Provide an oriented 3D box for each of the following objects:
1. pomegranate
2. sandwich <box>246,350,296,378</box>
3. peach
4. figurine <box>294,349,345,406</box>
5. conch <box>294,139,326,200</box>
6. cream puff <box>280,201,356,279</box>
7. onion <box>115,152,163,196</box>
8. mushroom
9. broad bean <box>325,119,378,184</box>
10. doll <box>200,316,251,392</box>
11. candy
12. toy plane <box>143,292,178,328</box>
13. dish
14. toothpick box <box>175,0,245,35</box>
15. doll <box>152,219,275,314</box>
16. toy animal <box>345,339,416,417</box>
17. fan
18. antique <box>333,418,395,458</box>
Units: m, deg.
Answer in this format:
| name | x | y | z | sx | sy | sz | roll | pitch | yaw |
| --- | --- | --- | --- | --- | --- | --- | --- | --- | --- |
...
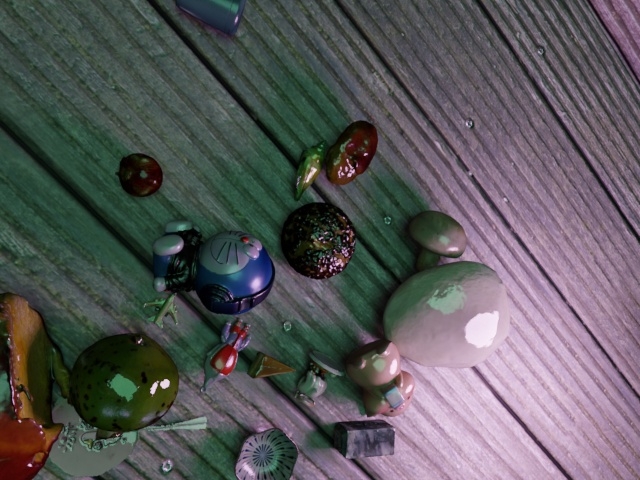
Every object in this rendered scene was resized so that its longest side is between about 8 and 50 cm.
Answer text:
| name | x | y | z | sx | sy | sz | roll | pitch | yaw |
| --- | --- | --- | --- | --- | --- | --- | --- | --- | --- |
| pomegranate | -0.487 | 0.367 | 1.091 | 0.254 | 0.254 | 0.270 | 13 | 86 | -20 |
| sandwich | -0.145 | 0.390 | 1.301 | 0.116 | 0.074 | 0.074 | 31 | 76 | -18 |
| peach | -0.723 | 0.323 | 0.946 | 0.353 | 0.339 | 0.416 | 25 | 75 | -19 |
| figurine | -0.012 | 0.431 | 1.335 | 0.132 | 0.132 | 0.153 | 30 | 91 | -17 |
| conch | -0.039 | -0.223 | 1.354 | 0.080 | 0.095 | 0.200 | 20 | 80 | 12 |
| cream puff | 0.000 | 0.000 | 1.323 | 0.239 | 0.165 | 0.239 | 2 | 85 | -19 |
| onion | -0.479 | -0.174 | 1.175 | 0.119 | 0.118 | 0.117 | -2 | 105 | -21 |
| mushroom | 0.382 | -0.006 | 1.476 | 0.206 | 0.209 | 0.206 | 15 | 53 | -22 |
| broad bean | 0.098 | -0.274 | 1.377 | 0.122 | 0.156 | 0.228 | 26 | 66 | 17 |
| doll | -0.275 | 0.329 | 1.252 | 0.102 | 0.075 | 0.227 | 39 | 66 | -25 |
| candy | 0.407 | 0.256 | 1.414 | 0.427 | 0.186 | 0.386 | -3 | 108 | -7 |
| toy plane | -0.433 | 0.188 | 1.217 | 0.102 | 0.040 | 0.111 | 34 | 76 | -18 |
| dish | -0.164 | 0.637 | 1.289 | 0.191 | 0.066 | 0.190 | 2 | 85 | -21 |
| toothpick box | -0.316 | -0.681 | 1.257 | 0.184 | 0.120 | 0.120 | 18 | 82 | -16 |
| doll | -0.277 | 0.076 | 1.184 | 0.310 | 0.284 | 0.240 | 9 | 124 | -8 |
| toy animal | 0.197 | 0.428 | 1.353 | 0.195 | 0.213 | 0.256 | -27 | 96 | -7 |
| fan | -0.521 | 0.512 | 1.185 | 0.415 | 0.012 | 0.233 | 6 | 86 | -18 |
| antique | 0.135 | 0.627 | 1.390 | 0.183 | 0.088 | 0.086 | 5 | 85 | -21 |
